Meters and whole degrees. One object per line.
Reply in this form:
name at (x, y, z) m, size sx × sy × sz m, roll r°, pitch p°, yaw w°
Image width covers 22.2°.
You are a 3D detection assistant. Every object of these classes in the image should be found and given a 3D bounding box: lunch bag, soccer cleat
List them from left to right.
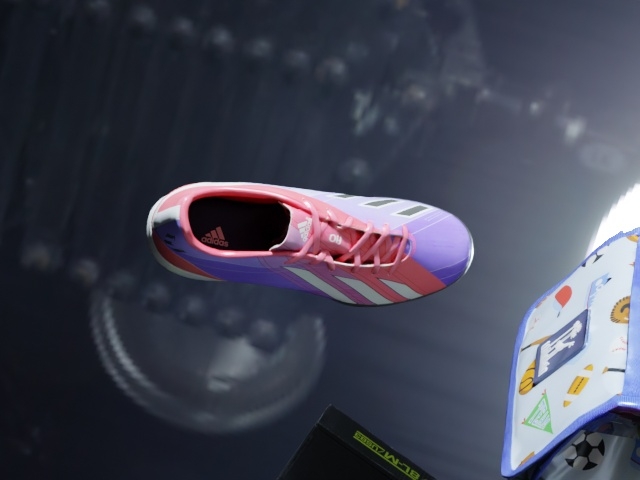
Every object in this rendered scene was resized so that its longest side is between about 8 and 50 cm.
soccer cleat at (0.000, 0.000, 1.530) m, size 0.116 × 0.318 × 0.108 m, roll 153°, pitch 122°, yaw -74°
lunch bag at (0.326, 0.220, 1.862) m, size 0.328 × 0.239 × 0.385 m, roll -72°, pitch -10°, yaw -51°

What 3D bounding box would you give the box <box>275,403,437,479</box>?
box at (0.030, 0.260, 1.354) m, size 0.190 × 0.184 × 0.045 m, roll -56°, pitch -1°, yaw 25°
